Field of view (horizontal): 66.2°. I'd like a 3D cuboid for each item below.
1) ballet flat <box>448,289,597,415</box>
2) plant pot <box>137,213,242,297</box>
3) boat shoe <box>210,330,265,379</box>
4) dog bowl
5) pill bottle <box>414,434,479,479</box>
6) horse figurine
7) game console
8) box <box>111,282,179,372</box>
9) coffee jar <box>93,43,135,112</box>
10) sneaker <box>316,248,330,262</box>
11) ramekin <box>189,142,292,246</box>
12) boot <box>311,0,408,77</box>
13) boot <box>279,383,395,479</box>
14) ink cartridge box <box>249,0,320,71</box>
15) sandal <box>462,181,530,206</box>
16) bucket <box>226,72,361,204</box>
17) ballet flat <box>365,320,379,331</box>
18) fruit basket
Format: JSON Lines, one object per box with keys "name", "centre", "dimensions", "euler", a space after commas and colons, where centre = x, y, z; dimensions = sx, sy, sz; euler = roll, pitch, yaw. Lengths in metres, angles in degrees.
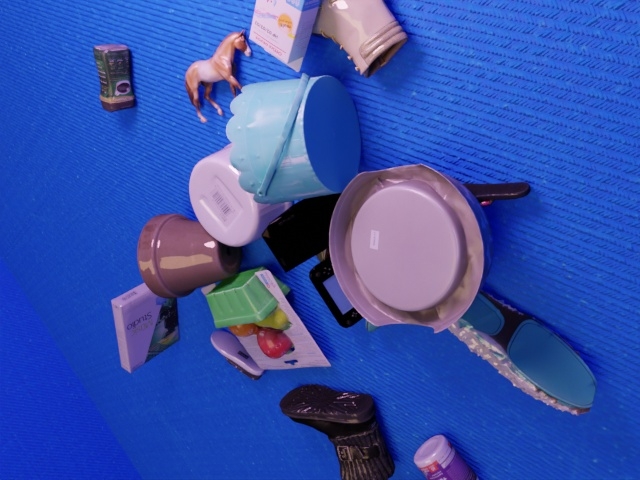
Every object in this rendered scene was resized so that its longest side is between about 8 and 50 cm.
{"name": "ballet flat", "centre": [0.385, 0.208, 1.055], "dimensions": [0.409, 0.147, 0.147], "euler": [39, 131, 18]}
{"name": "plant pot", "centre": [-0.369, 0.038, 1.463], "dimensions": [0.229, 0.263, 0.263], "euler": [-6, 110, 21]}
{"name": "boat shoe", "centre": [-0.288, 0.401, 1.692], "dimensions": [0.229, 0.080, 0.076], "euler": [30, 127, 12]}
{"name": "dog bowl", "centre": [0.180, 0.012, 0.987], "dimensions": [0.349, 0.102, 0.348], "euler": [8, 103, 41]}
{"name": "pill bottle", "centre": [0.348, 0.625, 1.296], "dimensions": [0.193, 0.108, 0.108], "euler": [50, 133, 5]}
{"name": "horse figurine", "centre": [-0.267, -0.405, 1.248], "dimensions": [0.263, 0.066, 0.174], "euler": [-5, 116, 36]}
{"name": "game console", "centre": [0.028, 0.058, 1.216], "dimensions": [0.213, 0.044, 0.361], "euler": [-31, 113, 1]}
{"name": "box", "centre": [-0.625, 0.296, 1.782], "dimensions": [0.058, 0.232, 0.322], "euler": [26, 127, 26]}
{"name": "coffee jar", "centre": [-0.605, -0.475, 1.446], "dimensions": [0.079, 0.096, 0.184], "euler": [25, 126, 28]}
{"name": "sneaker", "centre": [0.000, 0.000, 1.268], "dimensions": [0.086, 0.064, 0.192], "euler": [13, 127, 49]}
{"name": "ramekin", "centre": [-0.222, -0.118, 1.318], "dimensions": [0.277, 0.135, 0.277], "euler": [17, 123, 29]}
{"name": "boot", "centre": [0.035, -0.412, 0.996], "dimensions": [0.262, 0.095, 0.203], "euler": [-27, 97, 40]}
{"name": "boot", "centre": [0.044, 0.594, 1.498], "dimensions": [0.348, 0.131, 0.260], "euler": [-3, 111, 38]}
{"name": "ink cartridge box", "centre": [-0.074, -0.425, 0.961], "dimensions": [0.104, 0.061, 0.181], "euler": [37, 138, 12]}
{"name": "sandal", "centre": [0.320, -0.084, 0.971], "dimensions": [0.179, 0.067, 0.040], "euler": [1, 125, 34]}
{"name": "bucket", "centre": [-0.046, -0.215, 1.048], "dimensions": [0.183, 0.281, 0.281], "euler": [-1, 112, 32]}
{"name": "ballet flat", "centre": [0.158, 0.133, 1.202], "dimensions": [0.087, 0.083, 0.247], "euler": [9, 121, 18]}
{"name": "fruit basket", "centre": [-0.165, 0.249, 1.488], "dimensions": [0.327, 0.165, 0.353], "euler": [-17, 118, 42]}
